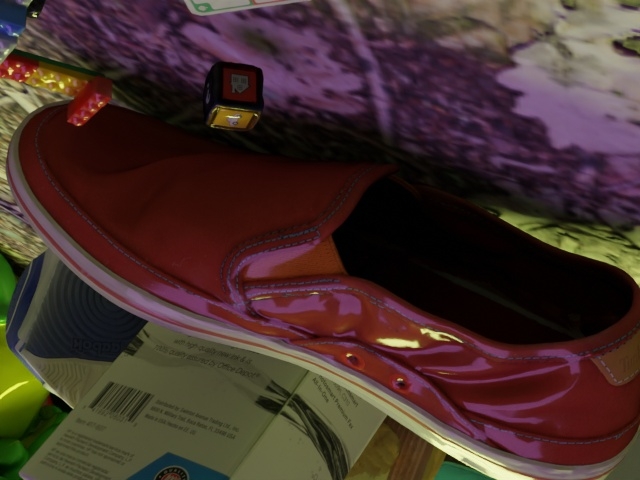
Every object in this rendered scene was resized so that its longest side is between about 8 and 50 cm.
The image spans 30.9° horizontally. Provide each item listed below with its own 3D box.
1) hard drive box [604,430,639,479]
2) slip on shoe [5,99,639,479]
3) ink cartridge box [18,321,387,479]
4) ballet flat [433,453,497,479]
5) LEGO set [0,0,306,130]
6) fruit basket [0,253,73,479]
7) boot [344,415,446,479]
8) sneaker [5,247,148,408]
[{"bbox_3d":[0.247,0.187,0.748,0.181,0.089,0.232,28,162,-11],"label":"hard drive box"},{"bbox_3d":[0.000,0.000,0.542,0.331,0.123,0.101,25,131,16],"label":"slip on shoe"},{"bbox_3d":[-0.053,0.103,0.694,0.148,0.203,0.086,10,140,43],"label":"ink cartridge box"},{"bbox_3d":[0.089,0.194,1.034,0.188,0.070,0.070,31,162,-6],"label":"ballet flat"},{"bbox_3d":[-0.099,-0.083,0.381,0.182,0.060,0.244,-6,159,11],"label":"LEGO set"},{"bbox_3d":[-0.324,0.164,1.230,0.283,0.392,0.392,1,-178,-41],"label":"fruit basket"},{"bbox_3d":[-0.040,0.138,0.859,0.211,0.104,0.295,22,-174,21],"label":"boot"},{"bbox_3d":[-0.166,0.131,1.078,0.315,0.127,0.182,34,158,-30],"label":"sneaker"}]
